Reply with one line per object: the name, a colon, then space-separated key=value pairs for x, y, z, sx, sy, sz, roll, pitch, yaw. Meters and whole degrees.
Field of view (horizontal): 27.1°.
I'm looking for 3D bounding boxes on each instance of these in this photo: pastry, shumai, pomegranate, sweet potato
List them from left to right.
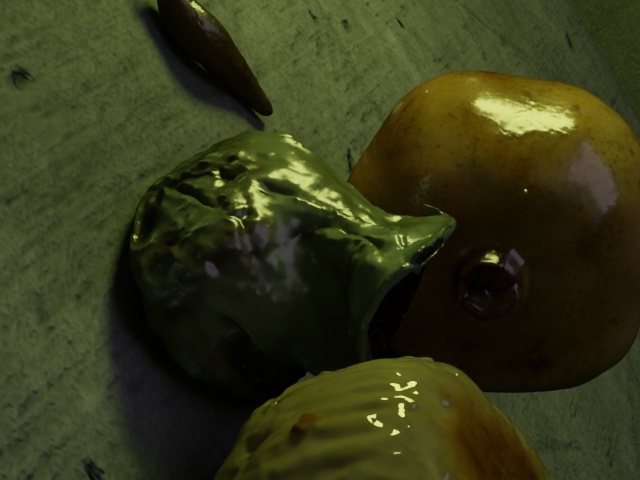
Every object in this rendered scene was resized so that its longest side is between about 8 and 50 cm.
sweet potato: x=-0.128 y=-0.227 z=1.584 sx=0.249 sy=0.059 sz=0.069 roll=50 pitch=18 yaw=-32
shumai: x=0.000 y=0.000 z=1.353 sx=0.292 sy=0.288 sz=0.330 roll=46 pitch=34 yaw=-28
pastry: x=0.051 y=0.298 z=1.162 sx=0.388 sy=0.313 sz=0.388 roll=51 pitch=22 yaw=-29
pomegranate: x=0.222 y=-0.005 z=1.618 sx=0.417 sy=0.417 sz=0.416 roll=40 pitch=35 yaw=-37
